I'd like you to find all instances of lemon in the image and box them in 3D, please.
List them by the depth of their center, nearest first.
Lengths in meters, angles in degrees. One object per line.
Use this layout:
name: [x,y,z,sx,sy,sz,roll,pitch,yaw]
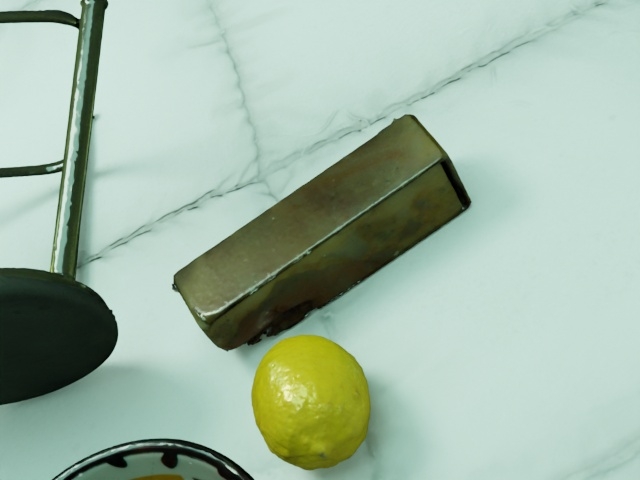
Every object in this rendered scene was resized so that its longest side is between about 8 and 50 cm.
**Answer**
lemon: [-0.009,0.150,1.260,0.114,0.114,0.155,-22,38,9]

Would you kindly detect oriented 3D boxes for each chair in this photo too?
chair: [-0.392,-0.056,1.405,0.365,0.362,0.410,-4,63,-16]

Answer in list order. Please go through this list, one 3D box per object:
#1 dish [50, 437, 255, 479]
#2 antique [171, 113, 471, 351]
dish: [-0.148,0.325,1.180,0.303,0.120,0.303,-8,53,10]
antique: [0.000,0.000,1.375,0.310,0.093,0.087,-35,49,-2]
